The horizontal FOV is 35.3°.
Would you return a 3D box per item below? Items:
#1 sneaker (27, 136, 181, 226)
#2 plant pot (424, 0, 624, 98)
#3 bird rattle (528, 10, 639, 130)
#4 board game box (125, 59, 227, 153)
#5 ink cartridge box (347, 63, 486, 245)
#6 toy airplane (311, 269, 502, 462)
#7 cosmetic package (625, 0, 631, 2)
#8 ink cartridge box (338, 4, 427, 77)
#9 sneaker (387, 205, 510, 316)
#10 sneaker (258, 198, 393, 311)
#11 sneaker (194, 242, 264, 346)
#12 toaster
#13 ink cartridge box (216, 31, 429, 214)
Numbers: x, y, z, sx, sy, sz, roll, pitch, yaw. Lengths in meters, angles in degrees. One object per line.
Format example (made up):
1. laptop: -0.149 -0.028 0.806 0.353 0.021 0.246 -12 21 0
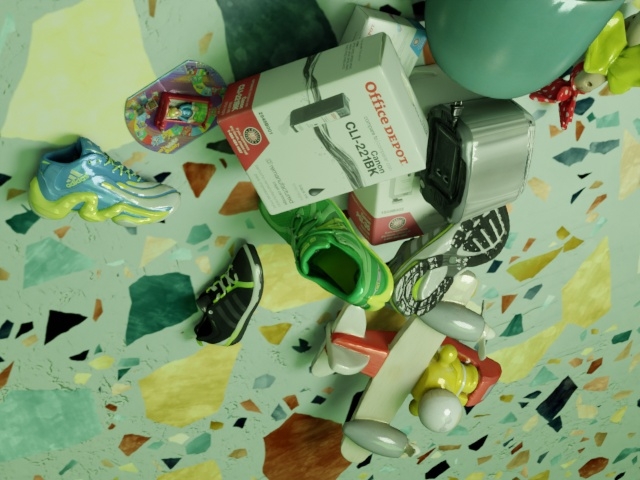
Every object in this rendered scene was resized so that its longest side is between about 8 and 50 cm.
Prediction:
1. sneaker: -0.328 -0.092 1.562 0.240 0.091 0.126 -3 128 -24
2. plant pot: 0.291 -0.362 1.534 0.293 0.293 0.235 -3 142 -25
3. bird rattle: 0.497 -0.305 1.755 0.207 0.143 0.253 -48 177 -23
4. board game box: -0.217 -0.197 1.571 0.168 0.033 0.133 -32 134 1
5. ink cartridge box: 0.167 -0.149 1.750 0.207 0.117 0.283 -12 132 -18
6. toy airplane: 0.179 0.265 1.997 0.384 0.272 0.386 -26 135 -4
7. cosmetic package: 0.464 -0.501 1.619 0.127 0.107 0.238 -19 131 -16
8. ink cartridge box: 0.099 -0.319 1.618 0.122 0.052 0.089 6 124 -32
9. sneaker: 0.208 0.012 1.759 0.300 0.121 0.111 -35 117 -22
10. sneaker: 0.000 0.000 1.677 0.109 0.295 0.123 -55 153 14
11. sneaker: -0.172 0.109 1.816 0.097 0.084 0.235 1 126 -27
12. toaster: 0.254 -0.143 1.630 0.146 0.129 0.227 -15 129 -22
13. ink cartridge box: 0.009 -0.178 1.556 0.272 0.114 0.197 -17 125 18
